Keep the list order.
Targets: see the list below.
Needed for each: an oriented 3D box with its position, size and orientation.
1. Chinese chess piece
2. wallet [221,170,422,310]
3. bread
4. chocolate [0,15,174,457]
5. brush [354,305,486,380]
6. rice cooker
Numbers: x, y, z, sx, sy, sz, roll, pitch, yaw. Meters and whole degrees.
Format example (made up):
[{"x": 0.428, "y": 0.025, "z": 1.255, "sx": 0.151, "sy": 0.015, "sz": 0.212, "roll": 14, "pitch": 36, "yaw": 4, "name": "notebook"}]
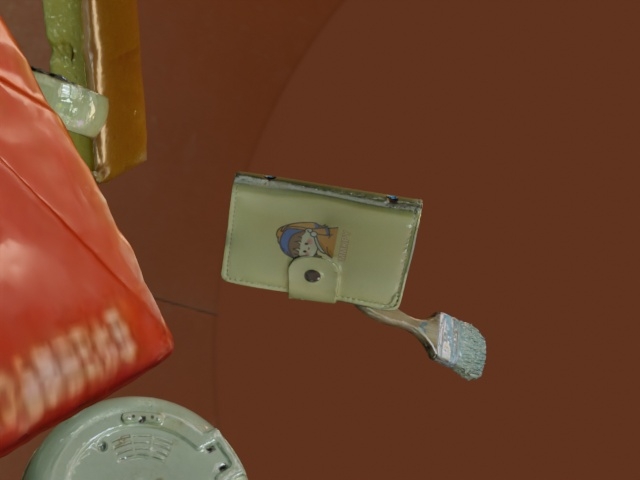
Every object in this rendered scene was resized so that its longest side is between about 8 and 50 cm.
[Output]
[{"x": -0.186, "y": -0.097, "z": 0.960, "sx": 0.084, "sy": 0.084, "sz": 0.034, "roll": 20, "pitch": 90, "yaw": 18, "name": "Chinese chess piece"}, {"x": 0.000, "y": 0.000, "z": 1.164, "sx": 0.155, "sy": 0.039, "sz": 0.110, "roll": 10, "pitch": 123, "yaw": 0, "name": "wallet"}, {"x": -0.279, "y": -0.249, "z": 1.718, "sx": 0.077, "sy": 0.138, "sz": 0.361, "roll": 8, "pitch": 116, "yaw": 19, "name": "bread"}, {"x": -0.182, "y": -0.021, "z": 0.400, "sx": 0.108, "sy": 0.237, "sz": 0.235, "roll": -29, "pitch": 90, "yaw": 25, "name": "chocolate"}, {"x": 0.112, "y": 0.102, "z": 1.610, "sx": 0.021, "sy": 0.196, "sz": 0.070, "roll": -32, "pitch": 42, "yaw": 49, "name": "brush"}, {"x": -0.233, "y": 0.343, "z": 1.667, "sx": 0.288, "sy": 0.277, "sz": 0.288, "roll": 8, "pitch": 61, "yaw": -14, "name": "rice cooker"}]
